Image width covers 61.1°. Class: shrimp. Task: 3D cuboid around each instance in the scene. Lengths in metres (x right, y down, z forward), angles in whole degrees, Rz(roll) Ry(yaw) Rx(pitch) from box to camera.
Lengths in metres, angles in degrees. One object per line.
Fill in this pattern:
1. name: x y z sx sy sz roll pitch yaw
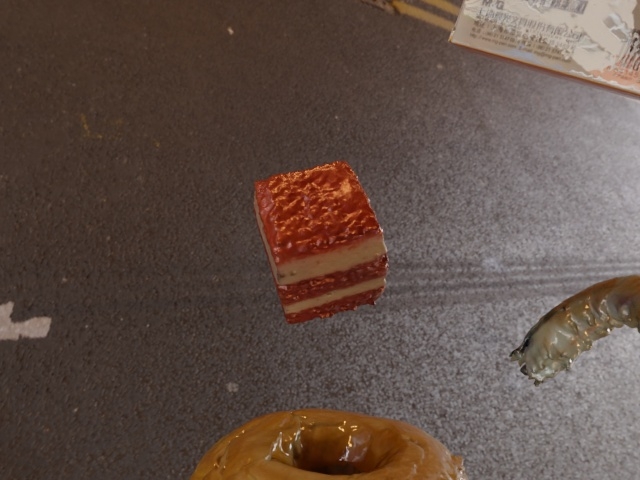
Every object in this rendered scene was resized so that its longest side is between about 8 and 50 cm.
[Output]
1. shrimp: 0.394 0.124 0.733 0.068 0.287 0.185 40 75 -10

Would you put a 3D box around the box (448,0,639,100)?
1. box: 0.306 -0.285 0.593 0.273 0.221 0.091 26 21 20

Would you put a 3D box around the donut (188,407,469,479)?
1. donut: 0.016 0.367 0.733 0.448 0.448 0.198 0 93 -38

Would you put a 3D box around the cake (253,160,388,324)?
1. cake: 0.000 0.000 1.290 0.269 0.320 0.270 -16 58 -7
